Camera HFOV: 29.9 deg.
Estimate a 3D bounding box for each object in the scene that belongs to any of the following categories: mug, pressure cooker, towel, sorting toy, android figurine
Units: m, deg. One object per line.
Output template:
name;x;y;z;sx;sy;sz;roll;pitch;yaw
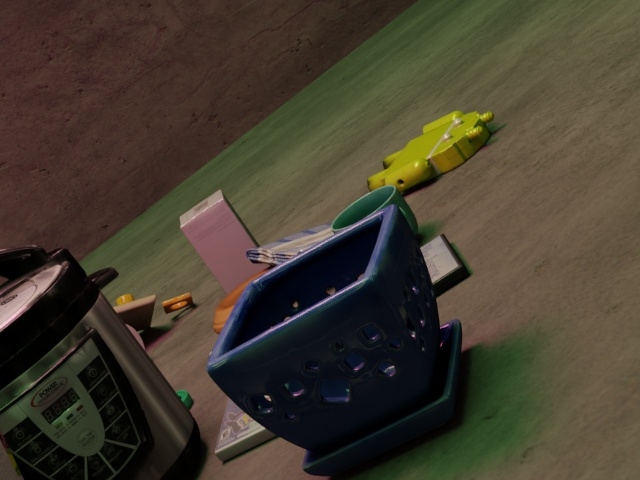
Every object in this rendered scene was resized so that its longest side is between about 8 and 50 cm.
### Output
mug;0.096;-0.012;1.966;0.129;0.097;0.158;-31;15;11
pressure cooker;-0.422;0.231;1.682;0.375;0.420;0.370;-30;13;15
towel;0.000;0.000;2.161;0.209;0.034;0.285;-21;8;-22
sorting toy;-0.430;0.159;2.444;0.347;0.047;0.196;-16;-17;-20
android figurine;0.217;-0.173;2.309;0.273;0.056;0.248;-24;17;40

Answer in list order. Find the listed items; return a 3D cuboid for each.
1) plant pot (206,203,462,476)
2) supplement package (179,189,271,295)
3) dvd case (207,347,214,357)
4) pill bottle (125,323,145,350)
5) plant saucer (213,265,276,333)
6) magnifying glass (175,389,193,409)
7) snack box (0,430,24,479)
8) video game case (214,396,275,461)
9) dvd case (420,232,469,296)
plant pot;0.036;0.128;1.414;0.236;0.212;0.236;-29;16;19
supplement package;-0.187;0.007;2.365;0.105;0.179;0.105;-34;14;0
dvd case;-0.136;0.161;2.091;0.087;0.013;0.119;-20;19;44
pill bottle;-0.449;0.239;2.318;0.221;0.121;0.121;-24;17;36
plant saucer;-0.116;0.097;2.159;0.200;0.037;0.200;-34;10;6
magnifying glass;-0.306;0.309;1.974;0.231;0.026;0.092;-26;17;22
snack box;-0.432;0.356;1.466;0.174;0.207;0.070;-26;2;21
video game case;-0.052;0.207;1.683;0.201;0.023;0.183;-30;23;21
dvd case;0.098;0.086;1.795;0.253;0.022;0.180;-33;14;5
